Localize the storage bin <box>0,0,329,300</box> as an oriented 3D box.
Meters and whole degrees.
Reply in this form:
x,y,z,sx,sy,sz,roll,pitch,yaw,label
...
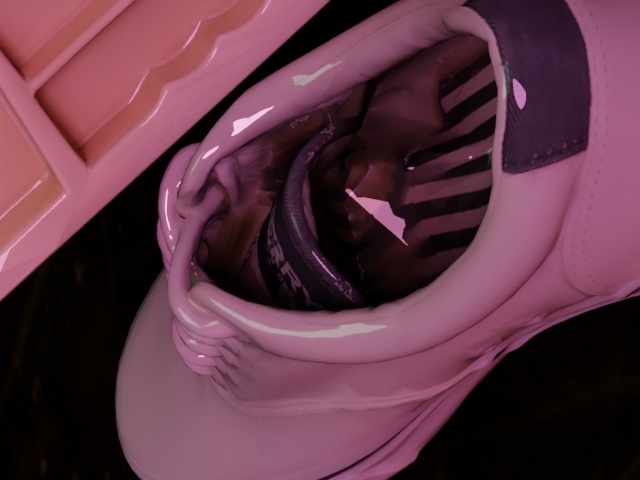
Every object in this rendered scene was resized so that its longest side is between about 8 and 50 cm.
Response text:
x,y,z,sx,sy,sz,roll,pitch,yaw,label
-0.089,-0.145,0.479,0.260,0.123,0.262,-42,41,-2,storage bin

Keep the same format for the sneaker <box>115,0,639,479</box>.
x,y,z,sx,sy,sz,roll,pitch,yaw,label
0.000,0.000,0.452,0.258,0.091,0.094,-39,56,49,sneaker
